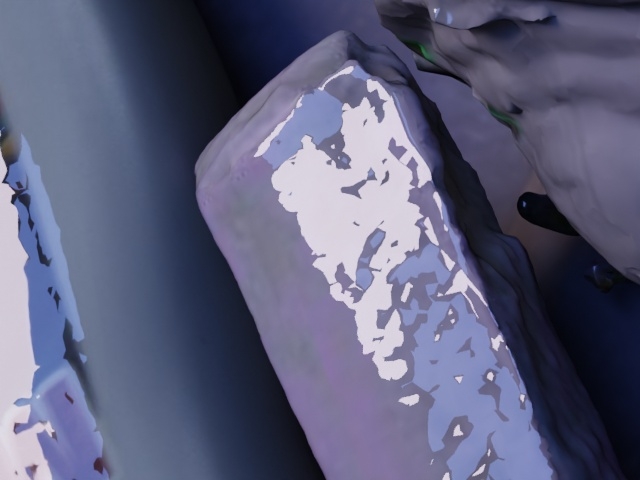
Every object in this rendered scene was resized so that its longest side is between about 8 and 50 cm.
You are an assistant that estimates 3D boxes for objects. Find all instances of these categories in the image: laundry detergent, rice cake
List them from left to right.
[{"bbox_3d":[-0.098,0.080,0.555,0.264,0.124,0.398,-37,66,14],"label":"laundry detergent"},{"bbox_3d":[0.061,0.112,0.446,0.072,0.056,0.365,-33,68,23],"label":"rice cake"}]

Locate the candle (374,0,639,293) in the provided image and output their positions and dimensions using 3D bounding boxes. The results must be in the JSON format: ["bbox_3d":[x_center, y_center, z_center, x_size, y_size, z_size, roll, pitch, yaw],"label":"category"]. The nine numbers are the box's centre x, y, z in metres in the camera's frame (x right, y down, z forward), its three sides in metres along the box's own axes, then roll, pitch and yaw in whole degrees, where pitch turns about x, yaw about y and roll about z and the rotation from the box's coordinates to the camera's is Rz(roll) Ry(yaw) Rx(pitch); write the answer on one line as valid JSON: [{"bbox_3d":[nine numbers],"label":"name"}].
[{"bbox_3d":[0.111,-0.079,0.446,0.187,0.187,0.330,10,84,30],"label":"candle"}]
